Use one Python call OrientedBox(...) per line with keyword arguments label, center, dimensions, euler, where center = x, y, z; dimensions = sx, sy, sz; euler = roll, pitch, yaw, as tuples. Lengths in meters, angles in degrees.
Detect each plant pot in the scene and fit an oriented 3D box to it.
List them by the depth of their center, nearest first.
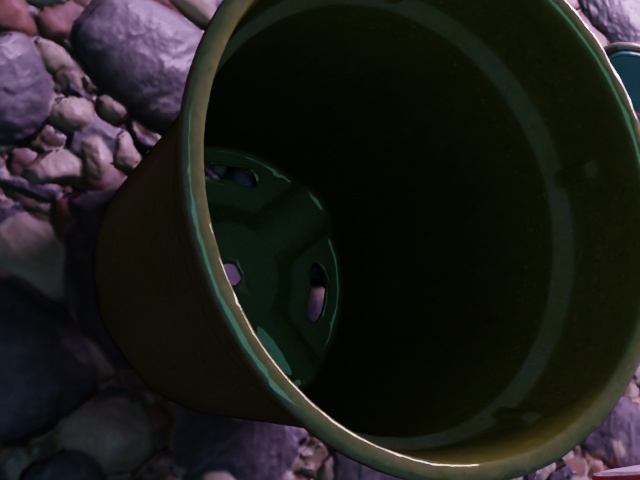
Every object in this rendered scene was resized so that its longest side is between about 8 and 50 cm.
OrientedBox(label="plant pot", center=(0.000, 0.000, 0.667), dimensions=(0.276, 0.254, 0.276), euler=(7, 75, -29))

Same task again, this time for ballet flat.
OrientedBox(label="ballet flat", center=(0.286, -0.133, 0.998), dimensions=(0.168, 0.057, 0.052), euler=(22, 41, -29))

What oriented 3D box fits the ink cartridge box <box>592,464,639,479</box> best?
OrientedBox(label="ink cartridge box", center=(0.329, 0.299, 0.876), dimensions=(0.207, 0.117, 0.283), euler=(-1, 79, -32))
